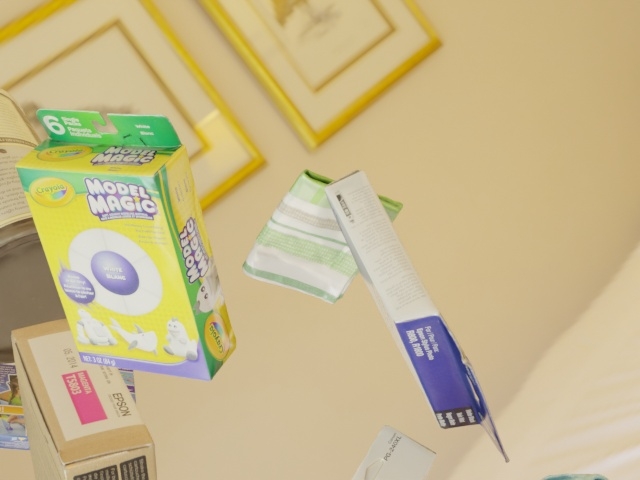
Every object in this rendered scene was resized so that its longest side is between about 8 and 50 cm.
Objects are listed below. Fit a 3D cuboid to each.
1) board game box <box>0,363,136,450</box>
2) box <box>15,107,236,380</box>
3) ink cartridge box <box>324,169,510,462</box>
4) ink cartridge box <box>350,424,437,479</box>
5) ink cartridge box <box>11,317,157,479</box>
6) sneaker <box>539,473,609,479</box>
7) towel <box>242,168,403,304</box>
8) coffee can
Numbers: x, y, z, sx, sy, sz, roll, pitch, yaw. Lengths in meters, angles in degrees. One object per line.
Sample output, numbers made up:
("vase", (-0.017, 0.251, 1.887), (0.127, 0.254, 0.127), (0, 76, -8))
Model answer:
("board game box", (-0.334, 0.203, 1.660), (0.035, 0.201, 0.136), (122, 148, -42))
("box", (-0.122, 0.002, 0.820), (0.105, 0.179, 0.043), (5, 33, 25))
("ink cartridge box", (0.087, 0.080, 1.187), (0.045, 0.224, 0.223), (-27, -37, 0))
("ink cartridge box", (0.058, 0.266, 1.324), (0.109, 0.063, 0.150), (-56, -11, -25))
("ink cartridge box", (-0.222, 0.213, 1.252), (0.088, 0.193, 0.235), (-12, 31, -19))
("sneaker", (0.170, 0.244, 1.016), (0.150, 0.135, 0.366), (-54, 29, -9))
("towel", (0.000, 0.000, 1.292), (0.023, 0.113, 0.152), (-91, 25, -42))
("coffee can", (-0.380, -0.026, 1.499), (0.201, 0.275, 0.201), (-23, -38, -20))
